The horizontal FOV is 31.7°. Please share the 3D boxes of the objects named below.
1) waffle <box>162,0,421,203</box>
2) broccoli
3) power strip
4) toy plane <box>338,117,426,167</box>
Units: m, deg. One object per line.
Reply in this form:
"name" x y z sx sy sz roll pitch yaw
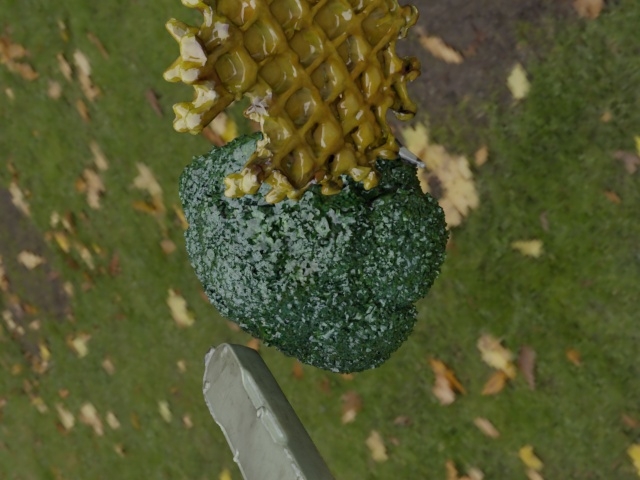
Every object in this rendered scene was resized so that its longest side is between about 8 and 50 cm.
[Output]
"waffle" -0.013 -0.142 0.876 0.051 0.231 0.229 9 99 53
"broccoli" 0.000 0.000 1.215 0.307 0.275 0.308 8 113 20
"power strip" -0.059 0.195 1.137 0.048 0.080 0.286 17 -160 -33
"toy plane" 0.017 -0.133 1.380 0.234 0.082 0.160 39 -162 12
